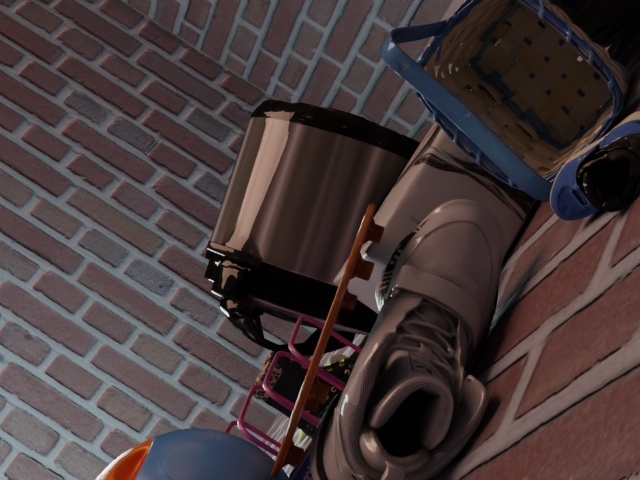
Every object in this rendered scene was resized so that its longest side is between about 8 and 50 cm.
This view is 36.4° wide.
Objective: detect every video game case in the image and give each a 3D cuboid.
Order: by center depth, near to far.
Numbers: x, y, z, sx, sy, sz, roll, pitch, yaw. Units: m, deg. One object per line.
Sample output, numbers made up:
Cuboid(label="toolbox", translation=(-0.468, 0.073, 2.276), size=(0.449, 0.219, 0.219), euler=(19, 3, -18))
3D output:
Cuboid(label="video game case", translation=(0.322, -0.326, 1.340), size=(0.329, 0.300, 0.036), euler=(125, 137, -78))

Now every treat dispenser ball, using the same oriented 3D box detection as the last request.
Cuboid(label="treat dispenser ball", translation=(-0.155, 0.374, 1.176), size=(0.288, 0.288, 0.288), euler=(-57, 0, 0))

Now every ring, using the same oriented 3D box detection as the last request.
Cuboid(label="ring", translation=(0.013, 0.117, 1.133), size=(0.336, 0.032, 0.336), euler=(19, -90, -88))

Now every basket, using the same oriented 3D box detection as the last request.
Cuboid(label="basket", translation=(0.226, -0.171, 1.138), size=(0.201, 0.255, 0.289), euler=(-50, -14, 33))

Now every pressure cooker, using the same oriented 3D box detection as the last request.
Cuboid(label="pressure cooker", translation=(-0.003, -0.001, 1.719), size=(0.375, 0.370, 0.420), euler=(-179, 108, -82))

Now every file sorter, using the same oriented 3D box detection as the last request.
Cuboid(label="file sorter", translation=(-0.034, 0.284, 1.419), size=(0.290, 0.182, 0.202), euler=(-57, 0, 12))

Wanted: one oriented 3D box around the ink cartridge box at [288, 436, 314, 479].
Cuboid(label="ink cartridge box", translation=(0.058, 0.220, 1.128), size=(0.207, 0.097, 0.046), euler=(-57, 1, 5))

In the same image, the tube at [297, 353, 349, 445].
Cuboid(label="tube", translation=(0.001, 0.345, 2.115), size=(0.070, 0.062, 0.240), euler=(-11, -38, -39))

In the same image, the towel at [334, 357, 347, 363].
Cuboid(label="towel", translation=(0.011, 0.317, 1.981), size=(0.237, 0.021, 0.102), euler=(134, 140, -60))

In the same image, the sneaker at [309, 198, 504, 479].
Cuboid(label="sneaker", translation=(0.114, 0.105, 0.989), size=(0.365, 0.137, 0.210), euler=(-63, 2, -16))

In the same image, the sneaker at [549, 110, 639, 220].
Cuboid(label="sneaker", translation=(0.255, -0.052, 0.913), size=(0.084, 0.058, 0.152), euler=(-46, -1, -40))

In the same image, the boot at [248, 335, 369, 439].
Cuboid(label="boot", translation=(-0.007, 0.241, 1.825), size=(0.236, 0.179, 0.085), euler=(-58, 0, -15))

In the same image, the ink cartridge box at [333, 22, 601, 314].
Cuboid(label="ink cartridge box", translation=(0.204, -0.074, 1.403), size=(0.394, 0.166, 0.285), euler=(-57, 1, -14))
